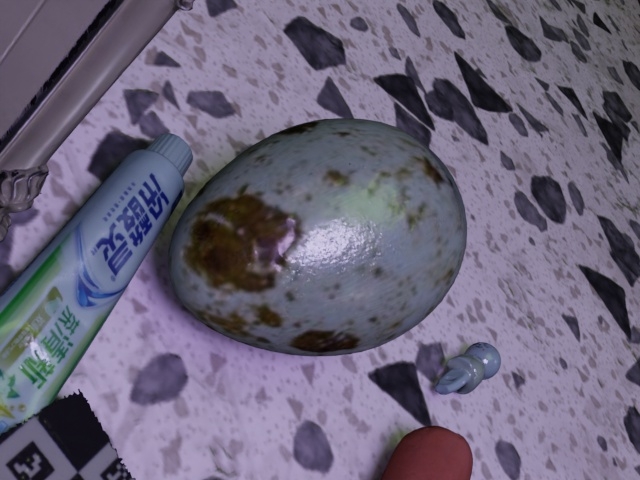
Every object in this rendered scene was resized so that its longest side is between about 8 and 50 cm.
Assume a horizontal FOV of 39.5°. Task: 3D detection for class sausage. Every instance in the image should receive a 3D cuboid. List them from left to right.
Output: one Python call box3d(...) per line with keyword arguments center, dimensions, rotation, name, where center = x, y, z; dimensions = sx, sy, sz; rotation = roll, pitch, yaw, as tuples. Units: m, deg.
box3d(center=(0.065, 0.195, 0.630), dimensions=(0.062, 0.062, 0.154), rotation=(48, 36, -8), name="sausage")

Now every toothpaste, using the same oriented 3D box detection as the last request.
box3d(center=(-0.151, 0.025, 0.548), dimensions=(0.075, 0.048, 0.296), rotation=(48, 39, -20), name="toothpaste")

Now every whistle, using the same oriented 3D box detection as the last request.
box3d(center=(0.132, 0.115, 0.792), dimensions=(0.100, 0.035, 0.035), rotation=(-20, 77, -52), name="whistle")

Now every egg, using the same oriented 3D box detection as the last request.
box3d(center=(0.000, 0.000, 0.630), dimensions=(0.231, 0.169, 0.169), rotation=(-15, 72, -38), name="egg")

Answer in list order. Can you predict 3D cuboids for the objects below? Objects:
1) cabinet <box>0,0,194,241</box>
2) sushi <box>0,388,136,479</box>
box3d(center=(-0.176, -0.215, 0.484), dimensions=(0.228, 0.318, 0.289), rotation=(27, 43, -29), name="cabinet")
box3d(center=(-0.117, 0.193, 0.426), dimensions=(0.193, 0.040, 0.210), rotation=(-30, 92, -53), name="sushi")
